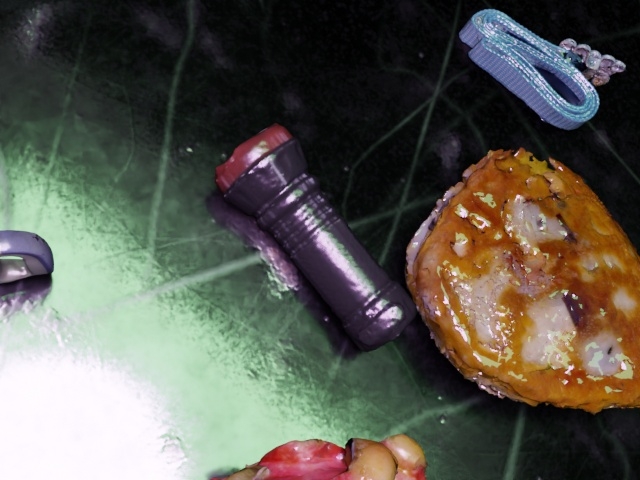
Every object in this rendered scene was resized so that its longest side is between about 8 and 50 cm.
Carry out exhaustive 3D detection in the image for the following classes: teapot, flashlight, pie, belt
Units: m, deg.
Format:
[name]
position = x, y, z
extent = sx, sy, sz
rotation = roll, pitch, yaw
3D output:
[teapot]
position = -0.304, 0.029, 0.695
extent = 0.149, 0.108, 0.111
rotation = 21, 69, -10
[flashlight]
position = 0.000, 0.000, 0.822
extent = 0.093, 0.093, 0.232
rotation = -40, 92, -25
[pie]
position = 0.219, 0.044, 0.873
extent = 0.308, 0.085, 0.308
rotation = 6, 66, -14
[belt]
position = 0.248, -0.208, 0.982
extent = 0.179, 0.065, 0.100
rotation = 36, 75, -4

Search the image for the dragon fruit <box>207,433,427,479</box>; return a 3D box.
[dragon fruit]
position = -0.003, 0.274, 0.631
extent = 0.250, 0.269, 0.291
rotation = 46, 58, -15
